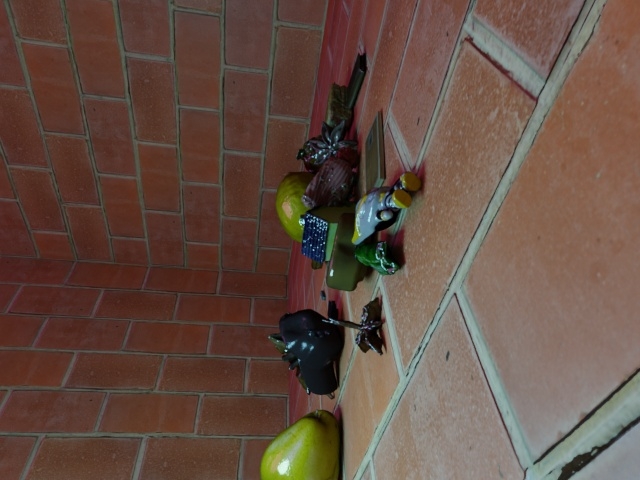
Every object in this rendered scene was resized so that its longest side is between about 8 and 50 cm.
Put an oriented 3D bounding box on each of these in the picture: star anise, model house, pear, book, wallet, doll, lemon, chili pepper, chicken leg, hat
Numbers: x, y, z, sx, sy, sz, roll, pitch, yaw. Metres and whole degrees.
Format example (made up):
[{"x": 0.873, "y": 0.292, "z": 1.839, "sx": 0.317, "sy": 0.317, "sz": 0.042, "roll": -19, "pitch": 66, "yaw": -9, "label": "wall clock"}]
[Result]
[{"x": 0.046, "y": -0.369, "z": 1.723, "sx": 0.212, "sy": 0.073, "sz": 0.197, "roll": -27, "pitch": 88, "yaw": 37, "label": "star anise"}, {"x": 0.026, "y": -0.029, "z": 1.547, "sx": 0.170, "sy": 0.211, "sz": 0.194, "roll": -100, "pitch": 15, "yaw": -51, "label": "model house"}, {"x": -0.061, "y": 0.757, "z": 1.558, "sx": 0.285, "sy": 0.284, "sz": 0.336, "roll": 114, "pitch": 174, "yaw": -66, "label": "pear"}, {"x": 0.163, "y": -0.249, "z": 1.373, "sx": 0.170, "sy": 0.018, "sz": 0.242, "roll": 111, "pitch": 162, "yaw": -66, "label": "book"}, {"x": 0.136, "y": -0.609, "z": 1.704, "sx": 0.198, "sy": 0.031, "sz": 0.110, "roll": 112, "pitch": 161, "yaw": -63, "label": "wallet"}, {"x": -0.066, "y": 0.453, "z": 1.758, "sx": 0.109, "sy": 0.349, "sz": 0.292, "roll": -36, "pitch": 24, "yaw": 42, "label": "star anise"}, {"x": 0.150, "y": -0.078, "z": 1.104, "sx": 0.316, "sy": 0.103, "sz": 0.146, "roll": 145, "pitch": 133, "yaw": -72, "label": "doll"}, {"x": 0.093, "y": 0.234, "z": 1.200, "sx": 0.140, "sy": 0.144, "sz": 0.158, "roll": 132, "pitch": 143, "yaw": -63, "label": "star anise"}, {"x": -0.054, "y": -0.137, "z": 1.827, "sx": 0.316, "sy": 0.285, "sz": 0.285, "roll": 52, "pitch": 176, "yaw": -8, "label": "lemon"}, {"x": 0.150, "y": 0.043, "z": 1.142, "sx": 0.098, "sy": 0.061, "sz": 0.224, "roll": 64, "pitch": 166, "yaw": -7, "label": "chili pepper"}, {"x": -0.009, "y": -0.313, "z": 1.930, "sx": 0.140, "sy": 0.211, "sz": 0.361, "roll": -53, "pitch": -9, "yaw": -34, "label": "chicken leg"}, {"x": 0.058, "y": -0.204, "z": 1.583, "sx": 0.286, "sy": 0.107, "sz": 0.236, "roll": -62, "pitch": -33, "yaw": -10, "label": "hat"}, {"x": 0.019, "y": 0.379, "z": 1.640, "sx": 0.336, "sy": 0.209, "sz": 0.238, "roll": 60, "pitch": -152, "yaw": 8, "label": "hat"}]

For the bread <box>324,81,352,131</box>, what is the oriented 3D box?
[{"x": 0.074, "y": -0.539, "z": 1.850, "sx": 0.138, "sy": 0.102, "sz": 0.196, "roll": 112, "pitch": 163, "yaw": -57, "label": "bread"}]

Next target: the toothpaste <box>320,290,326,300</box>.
[{"x": 0.012, "y": 0.264, "z": 2.140, "sx": 0.083, "sy": 0.017, "sz": 0.020, "roll": -117, "pitch": 32, "yaw": -74, "label": "toothpaste"}]

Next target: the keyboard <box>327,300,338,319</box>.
[{"x": 0.051, "y": 0.306, "z": 1.873, "sx": 0.196, "sy": 0.015, "sz": 0.074, "roll": -149, "pitch": 60, "yaw": -81, "label": "keyboard"}]

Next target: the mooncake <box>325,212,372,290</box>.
[{"x": 0.089, "y": 0.041, "z": 1.362, "sx": 0.235, "sy": 0.117, "sz": 0.235, "roll": 10, "pitch": -90, "yaw": -85, "label": "mooncake"}]

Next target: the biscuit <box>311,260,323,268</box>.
[{"x": 0.002, "y": 0.001, "z": 2.128, "sx": 0.296, "sy": 0.075, "sz": 0.296, "roll": -173, "pitch": 90, "yaw": -90, "label": "biscuit"}]
